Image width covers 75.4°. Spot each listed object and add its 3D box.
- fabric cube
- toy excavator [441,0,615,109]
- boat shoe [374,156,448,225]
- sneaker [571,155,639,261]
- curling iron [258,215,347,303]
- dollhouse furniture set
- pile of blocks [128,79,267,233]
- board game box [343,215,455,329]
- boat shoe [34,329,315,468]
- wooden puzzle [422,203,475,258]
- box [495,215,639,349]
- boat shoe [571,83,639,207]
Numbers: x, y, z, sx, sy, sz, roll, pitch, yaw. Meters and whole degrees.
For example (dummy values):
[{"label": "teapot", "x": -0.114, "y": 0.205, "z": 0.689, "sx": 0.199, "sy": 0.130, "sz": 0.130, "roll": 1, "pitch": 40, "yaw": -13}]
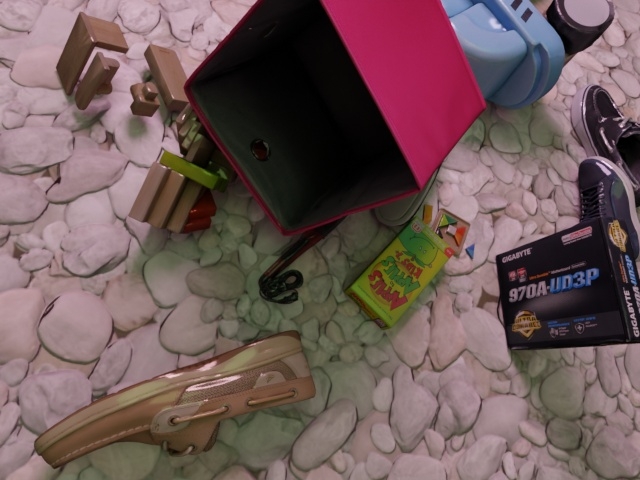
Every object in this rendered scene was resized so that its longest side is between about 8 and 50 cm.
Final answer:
[{"label": "fabric cube", "x": 0.028, "y": -0.198, "z": 0.571, "sx": 0.254, "sy": 0.259, "sz": 0.258, "roll": 56, "pitch": 48, "yaw": -16}, {"label": "toy excavator", "x": 0.222, "y": -0.400, "z": 0.791, "sx": 0.445, "sy": 0.222, "sz": 0.432, "roll": -33, "pitch": 81, "yaw": -12}, {"label": "boat shoe", "x": 0.182, "y": -0.160, "z": 0.745, "sx": 0.114, "sy": 0.091, "sz": 0.302, "roll": 18, "pitch": 86, "yaw": 36}, {"label": "sneaker", "x": 0.522, "y": -0.054, "z": 0.801, "sx": 0.164, "sy": 0.086, "sz": 0.226, "roll": -10, "pitch": 77, "yaw": -19}, {"label": "curling iron", "x": 0.000, "y": 0.000, "z": 0.690, "sx": 0.068, "sy": 0.035, "sz": 0.274, "roll": 42, "pitch": 69, "yaw": -2}, {"label": "dollhouse furniture set", "x": -0.326, "y": -0.262, "z": 0.700, "sx": 0.151, "sy": 0.123, "sz": 0.144, "roll": -12, "pitch": 73, "yaw": -52}, {"label": "pile of blocks", "x": -0.142, "y": -0.155, "z": 0.644, "sx": 0.113, "sy": 0.149, "sz": 0.362, "roll": 26, "pitch": 68, "yaw": -4}, {"label": "board game box", "x": 0.135, "y": 0.053, "z": 0.700, "sx": 0.092, "sy": 0.043, "sz": 0.181, "roll": 45, "pitch": 69, "yaw": 3}, {"label": "boat shoe", "x": -0.169, "y": 0.221, "z": 0.534, "sx": 0.341, "sy": 0.121, "sz": 0.110, "roll": -17, "pitch": 77, "yaw": -19}, {"label": "wooden puzzle", "x": 0.237, "y": -0.018, "z": 0.762, "sx": 0.117, "sy": 0.014, "sz": 0.078, "roll": 23, "pitch": 69, "yaw": -6}, {"label": "box", "x": 0.381, "y": 0.080, "z": 0.654, "sx": 0.051, "sy": 0.220, "sz": 0.175, "roll": 5, "pitch": 72, "yaw": -17}, {"label": "boat shoe", "x": 0.620, "y": -0.210, "z": 0.864, "sx": 0.108, "sy": 0.102, "sz": 0.300, "roll": 3, "pitch": 73, "yaw": -12}]
